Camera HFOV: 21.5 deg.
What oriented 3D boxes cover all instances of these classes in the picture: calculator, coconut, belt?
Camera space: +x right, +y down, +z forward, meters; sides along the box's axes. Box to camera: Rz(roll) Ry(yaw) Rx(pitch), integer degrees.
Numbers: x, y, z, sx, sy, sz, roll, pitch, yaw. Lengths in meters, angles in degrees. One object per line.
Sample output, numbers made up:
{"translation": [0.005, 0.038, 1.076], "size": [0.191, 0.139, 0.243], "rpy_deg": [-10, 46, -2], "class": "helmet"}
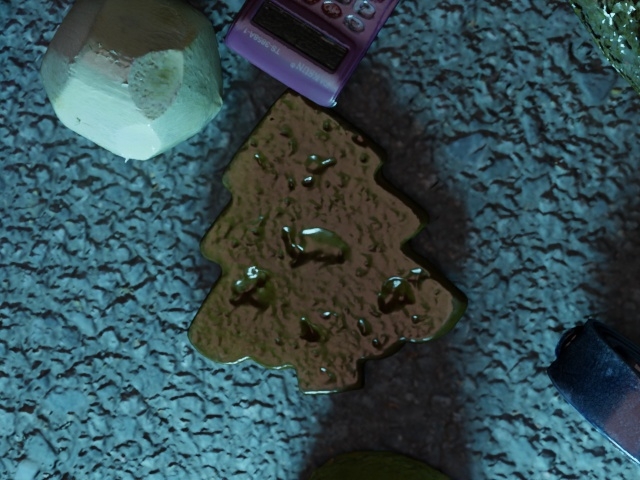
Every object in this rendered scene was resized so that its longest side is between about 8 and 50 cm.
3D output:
{"translation": [0.008, -0.234, 1.584], "size": [0.127, 0.034, 0.190], "rpy_deg": [33, 93, 4], "class": "calculator"}
{"translation": [-0.168, -0.154, 1.574], "size": [0.162, 0.161, 0.161], "rpy_deg": [33, 104, 1], "class": "coconut"}
{"translation": [0.294, 0.155, 1.550], "size": [0.190, 0.141, 0.082], "rpy_deg": [39, 102, 3], "class": "belt"}

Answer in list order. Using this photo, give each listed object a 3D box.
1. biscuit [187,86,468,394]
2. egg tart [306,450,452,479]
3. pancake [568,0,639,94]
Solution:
{"translation": [0.000, 0.000, 1.626], "size": [0.278, 0.043, 0.301], "rpy_deg": [-2, 97, 12], "class": "biscuit"}
{"translation": [0.049, 0.316, 1.619], "size": [0.203, 0.147, 0.202], "rpy_deg": [2, 102, 9], "class": "egg tart"}
{"translation": [0.330, -0.188, 1.387], "size": [0.082, 0.387, 0.387], "rpy_deg": [-42, 91, -14], "class": "pancake"}
